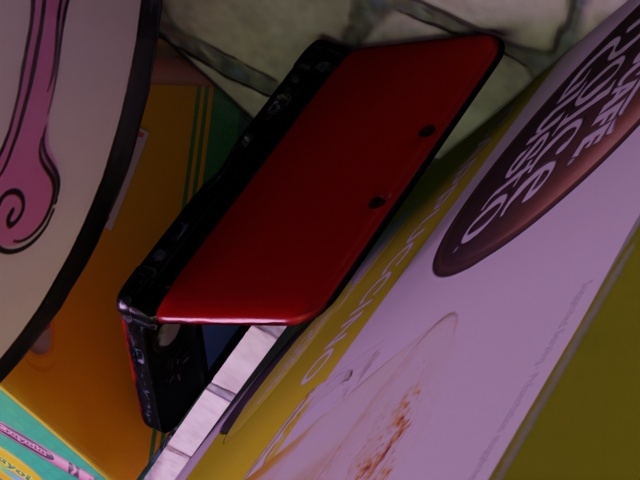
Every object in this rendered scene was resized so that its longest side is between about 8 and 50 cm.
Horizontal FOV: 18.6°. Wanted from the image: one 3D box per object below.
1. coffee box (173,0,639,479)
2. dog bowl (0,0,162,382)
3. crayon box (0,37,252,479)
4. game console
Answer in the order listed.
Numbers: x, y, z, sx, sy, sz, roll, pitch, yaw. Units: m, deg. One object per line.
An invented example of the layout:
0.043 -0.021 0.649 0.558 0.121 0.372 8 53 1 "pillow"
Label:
0.132 0.147 0.601 0.338 0.338 0.334 40 146 -7 "coffee box"
-0.261 -0.096 0.593 0.408 0.408 0.150 27 -170 12 "dog bowl"
-0.150 -0.039 0.774 0.278 0.165 0.081 42 147 -11 "crayon box"
0.000 0.000 0.708 0.085 0.144 0.124 23 145 20 "game console"
